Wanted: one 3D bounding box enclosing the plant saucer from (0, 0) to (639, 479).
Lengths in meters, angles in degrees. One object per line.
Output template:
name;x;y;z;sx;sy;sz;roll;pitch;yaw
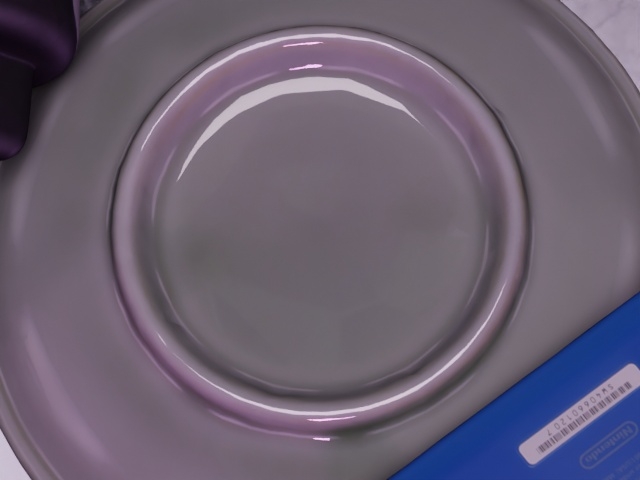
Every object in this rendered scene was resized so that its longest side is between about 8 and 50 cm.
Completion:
plant saucer;0.000;0.000;0.990;0.401;0.100;0.400;-1;75;3

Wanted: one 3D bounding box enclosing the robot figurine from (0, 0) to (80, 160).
robot figurine;-0.213;-0.180;0.990;0.209;0.173;0.278;1;77;0

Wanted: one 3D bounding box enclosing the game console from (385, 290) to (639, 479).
game console;0.188;0.181;0.953;0.293;0.173;0.250;-36;71;-8
